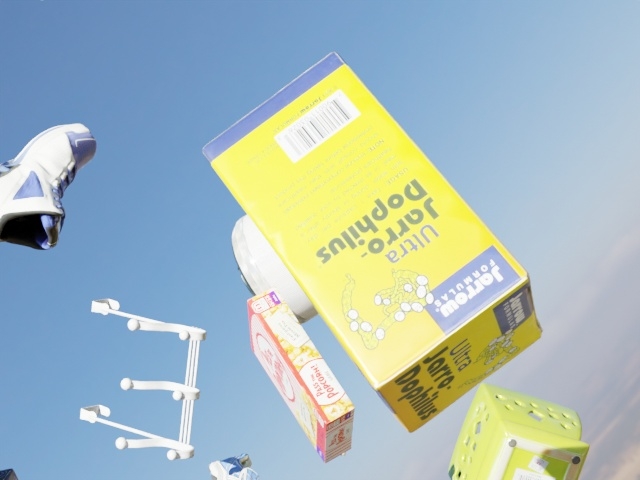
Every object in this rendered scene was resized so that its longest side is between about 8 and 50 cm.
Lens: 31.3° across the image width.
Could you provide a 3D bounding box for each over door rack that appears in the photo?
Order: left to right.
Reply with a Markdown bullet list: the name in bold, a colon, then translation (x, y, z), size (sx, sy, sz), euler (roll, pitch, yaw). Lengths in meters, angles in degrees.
- **over door rack**: translation (-0.349, 0.254, 2.114), size (0.108, 0.324, 0.240), euler (3, -84, -45)

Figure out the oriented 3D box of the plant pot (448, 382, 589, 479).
- **plant pot**: translation (0.410, 0.451, 2.328), size (0.207, 0.228, 0.227), euler (-102, 29, -77)

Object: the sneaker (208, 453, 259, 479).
- **sneaker**: translation (-0.145, 0.471, 2.123), size (0.081, 0.211, 0.080), euler (-26, -52, -7)

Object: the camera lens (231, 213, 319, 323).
- **camera lens**: translation (0.000, 0.000, 1.993), size (0.274, 0.219, 0.219), euler (-32, -7, 16)

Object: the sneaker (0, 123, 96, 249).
- **sneaker**: translation (-0.510, -0.076, 2.080), size (0.315, 0.182, 0.127), euler (-37, -20, -43)

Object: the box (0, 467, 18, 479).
- **box**: translation (-0.696, 0.558, 2.183), size (0.247, 0.142, 0.163), euler (-13, 23, 14)

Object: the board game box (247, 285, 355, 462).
- **board game box**: translation (-0.026, 0.173, 1.459), size (0.045, 0.193, 0.147), euler (-27, -27, -15)

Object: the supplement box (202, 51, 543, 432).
- **supplement box**: translation (0.059, 0.002, 1.277), size (0.195, 0.356, 0.194), euler (-37, -28, -2)

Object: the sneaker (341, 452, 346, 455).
- **sneaker**: translation (0.022, 0.365, 2.086), size (0.037, 0.032, 0.083), euler (-19, -54, 2)
